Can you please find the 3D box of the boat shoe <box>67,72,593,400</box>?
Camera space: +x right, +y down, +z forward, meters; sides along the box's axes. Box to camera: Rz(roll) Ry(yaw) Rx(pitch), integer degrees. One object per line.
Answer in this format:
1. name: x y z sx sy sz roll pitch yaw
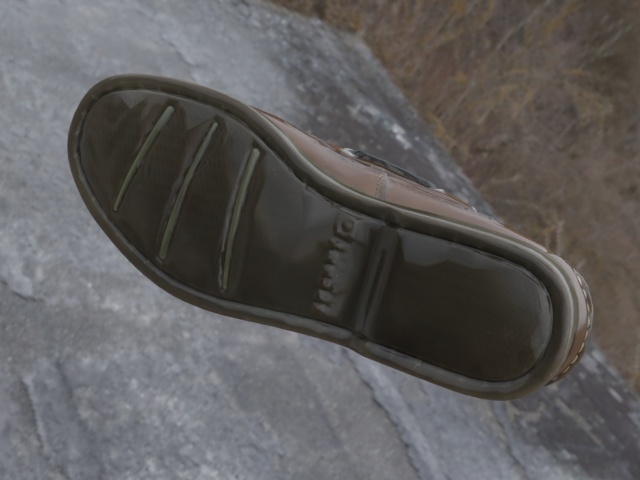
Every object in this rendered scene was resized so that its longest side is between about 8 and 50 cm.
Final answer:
1. boat shoe: 0.000 0.000 0.598 0.307 0.111 0.104 29 11 19
